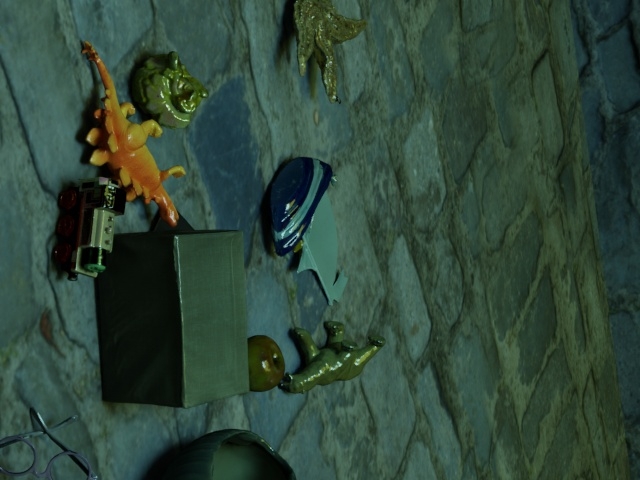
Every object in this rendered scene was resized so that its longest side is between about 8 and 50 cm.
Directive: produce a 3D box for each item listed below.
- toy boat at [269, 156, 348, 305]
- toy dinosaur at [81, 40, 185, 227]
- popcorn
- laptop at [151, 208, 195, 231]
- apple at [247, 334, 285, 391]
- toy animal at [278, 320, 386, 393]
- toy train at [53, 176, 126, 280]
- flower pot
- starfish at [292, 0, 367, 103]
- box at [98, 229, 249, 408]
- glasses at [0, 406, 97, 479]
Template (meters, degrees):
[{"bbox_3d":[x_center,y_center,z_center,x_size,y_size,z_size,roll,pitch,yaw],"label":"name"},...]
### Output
[{"bbox_3d":[0.000,0.000,2.334,0.291,0.067,0.220,63,38,-39],"label":"toy boat"},{"bbox_3d":[-0.272,-0.130,1.896,0.117,0.070,0.288,-54,127,-45],"label":"toy dinosaur"},{"bbox_3d":[-0.218,-0.215,1.975,0.097,0.089,0.109,3,88,-47],"label":"popcorn"},{"bbox_3d":[-0.202,0.050,2.044,0.197,0.016,0.135,53,47,-41],"label":"laptop"},{"bbox_3d":[-0.097,0.191,2.144,0.089,0.074,0.089,15,73,-58],"label":"apple"},{"bbox_3d":[0.015,0.203,2.329,0.219,0.103,0.101,-6,116,-63],"label":"toy animal"},{"bbox_3d":[-0.303,-0.015,1.813,0.050,0.087,0.138,22,68,-53],"label":"toy train"},{"bbox_3d":[-0.134,0.369,1.962,0.157,0.189,0.243,-54,166,24],"label":"flower pot"},{"bbox_3d":[0.000,-0.376,2.362,0.299,0.060,0.302,50,41,-53],"label":"starfish"},{"bbox_3d":[-0.200,0.102,1.899,0.155,0.149,0.231,-8,97,-56],"label":"box"},{"bbox_3d":[-0.345,0.260,1.738,0.104,0.140,0.062,-99,-153,-70],"label":"glasses"}]
